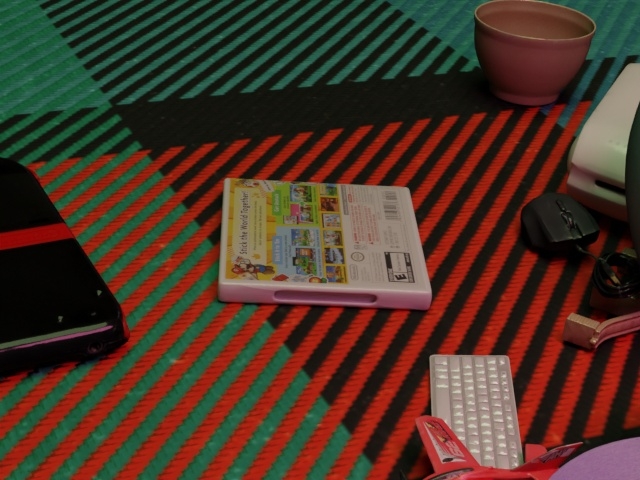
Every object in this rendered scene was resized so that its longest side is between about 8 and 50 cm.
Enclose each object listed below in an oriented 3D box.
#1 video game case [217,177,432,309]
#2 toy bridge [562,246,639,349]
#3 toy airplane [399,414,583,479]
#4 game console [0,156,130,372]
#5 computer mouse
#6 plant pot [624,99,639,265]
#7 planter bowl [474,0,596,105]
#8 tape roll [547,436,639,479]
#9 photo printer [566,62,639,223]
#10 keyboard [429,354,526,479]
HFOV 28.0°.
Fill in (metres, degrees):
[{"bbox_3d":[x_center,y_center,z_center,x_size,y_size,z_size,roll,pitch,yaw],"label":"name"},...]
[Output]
[{"bbox_3d":[0.000,0.000,1.325,0.206,0.026,0.227,3,30,-4],"label":"video game case"},{"bbox_3d":[0.296,0.061,1.258,0.063,0.026,0.188,19,31,23],"label":"toy bridge"},{"bbox_3d":[0.132,0.179,0.987,0.151,0.028,0.151,0,30,0],"label":"toy airplane"},{"bbox_3d":[-0.407,0.038,1.174,0.386,0.060,0.342,-11,37,-26],"label":"game console"},{"bbox_3d":[0.266,-0.002,1.315,0.071,0.041,0.242,-10,22,-11],"label":"computer mouse"},{"bbox_3d":[0.411,-0.092,1.228,0.290,0.290,0.195,-5,52,-17],"label":"plant pot"},{"bbox_3d":[0.281,-0.248,1.734,0.162,0.109,0.162,4,29,-2],"label":"planter bowl"},{"bbox_3d":[0.268,0.246,0.850,0.274,0.090,0.275,3,29,-2],"label":"tape roll"},{"bbox_3d":[0.430,-0.098,1.484,0.256,0.107,0.307,17,31,19],"label":"photo printer"},{"bbox_3d":[0.128,0.166,1.052,0.072,0.014,0.256,5,28,1],"label":"keyboard"}]
